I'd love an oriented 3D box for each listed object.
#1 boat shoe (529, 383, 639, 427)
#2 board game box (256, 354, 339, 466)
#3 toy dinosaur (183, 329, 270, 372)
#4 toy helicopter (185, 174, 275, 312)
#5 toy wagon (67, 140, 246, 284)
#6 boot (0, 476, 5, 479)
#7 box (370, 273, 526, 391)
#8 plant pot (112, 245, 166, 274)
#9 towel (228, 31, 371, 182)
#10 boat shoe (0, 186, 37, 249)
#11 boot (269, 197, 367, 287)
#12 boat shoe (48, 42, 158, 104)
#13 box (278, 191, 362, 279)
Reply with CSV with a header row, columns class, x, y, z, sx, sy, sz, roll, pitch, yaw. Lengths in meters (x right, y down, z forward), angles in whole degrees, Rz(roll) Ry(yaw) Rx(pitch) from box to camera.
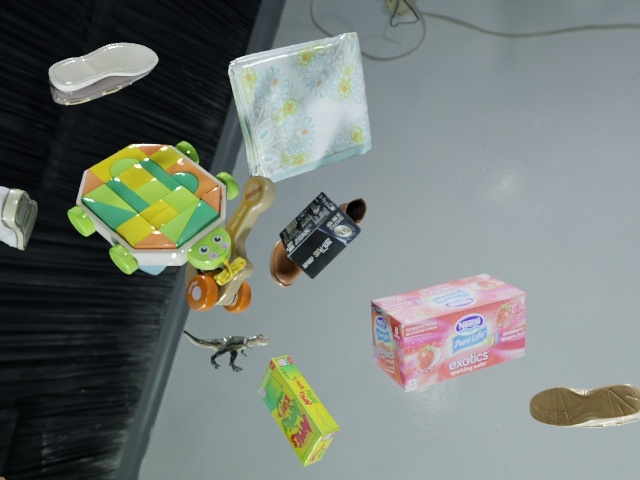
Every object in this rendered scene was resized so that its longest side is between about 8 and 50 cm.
class,x,y,z,sx,sy,sz,roll,pitch,yaw
boat shoe,0.401,0.253,0.737,0.170,0.059,0.063,-25,44,48
board game box,-0.048,0.317,0.935,0.181,0.043,0.092,47,123,37
toy dinosaur,-0.293,0.344,1.539,0.064,0.268,0.118,120,150,-51
toy helicopter,-0.225,-0.009,1.197,0.235,0.140,0.355,44,108,35
toy wagon,-0.277,-0.052,0.917,0.344,0.068,0.267,37,58,18
boot,-0.507,0.479,0.740,0.073,0.197,0.152,-7,102,-2
box,0.271,0.185,1.047,0.142,0.300,0.154,-149,52,-65
plant pot,-0.563,-0.059,1.551,0.290,0.195,0.290,-33,45,40
towel,-0.041,-0.346,1.305,0.090,0.374,0.320,39,145,53
boat shoe,-0.709,-0.057,1.104,0.302,0.103,0.113,147,133,-61
boot,0.000,0.000,1.318,0.220,0.283,0.109,-22,108,42
boat shoe,-0.623,-0.481,1.432,0.116,0.324,0.097,48,142,5
box,-0.006,-0.016,1.080,0.147,0.077,0.180,-44,18,3
